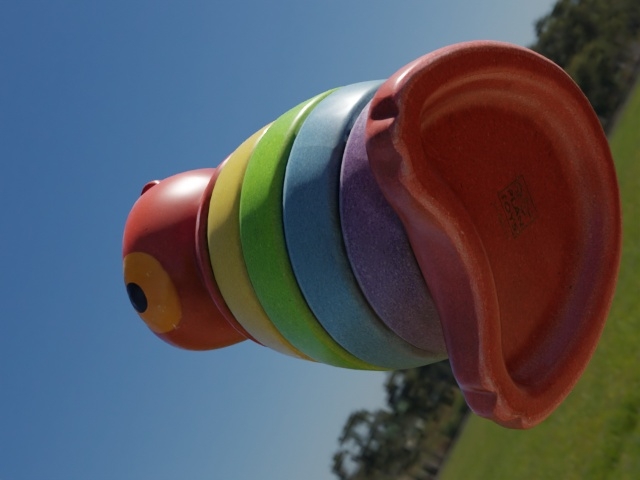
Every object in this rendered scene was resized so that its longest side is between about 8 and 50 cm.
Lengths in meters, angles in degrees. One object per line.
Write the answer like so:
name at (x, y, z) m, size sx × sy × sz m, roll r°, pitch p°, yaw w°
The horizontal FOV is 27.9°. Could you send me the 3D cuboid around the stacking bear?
stacking bear at (0.000, 0.000, 0.704) m, size 0.289 × 0.175 × 0.164 m, roll -9°, pitch 19°, yaw 44°
